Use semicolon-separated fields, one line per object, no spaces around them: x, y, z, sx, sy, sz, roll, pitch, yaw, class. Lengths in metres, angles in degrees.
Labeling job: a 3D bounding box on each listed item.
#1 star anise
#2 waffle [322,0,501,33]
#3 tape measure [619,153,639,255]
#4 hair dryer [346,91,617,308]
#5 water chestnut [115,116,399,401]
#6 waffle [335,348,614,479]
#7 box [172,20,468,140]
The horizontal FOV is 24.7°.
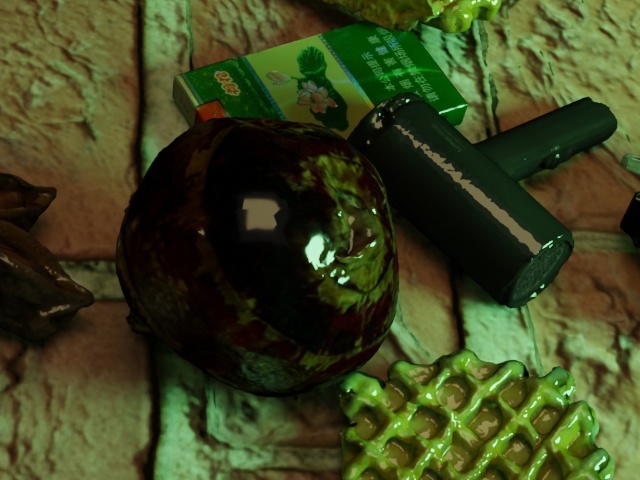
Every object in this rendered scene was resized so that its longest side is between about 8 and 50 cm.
-0.283;0.022;1.097;0.220;0.099;0.214;19;49;-34;star anise
0.091;-0.281;1.409;0.229;0.057;0.219;28;45;23;waffle
0.355;-0.007;1.238;0.196;0.105;0.178;-13;56;-17;tape measure
0.174;-0.069;1.273;0.251;0.089;0.197;-29;62;-35;hair dryer
-0.053;0.014;1.104;0.223;0.238;0.224;29;41;-29;water chestnut
0.117;0.178;1.087;0.204;0.054;0.223;-3;54;-1;waffle
0.000;-0.126;1.309;0.235;0.034;0.132;-19;58;-23;box
